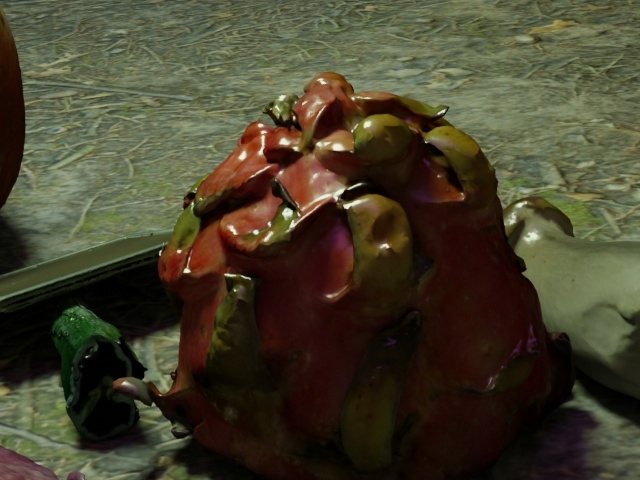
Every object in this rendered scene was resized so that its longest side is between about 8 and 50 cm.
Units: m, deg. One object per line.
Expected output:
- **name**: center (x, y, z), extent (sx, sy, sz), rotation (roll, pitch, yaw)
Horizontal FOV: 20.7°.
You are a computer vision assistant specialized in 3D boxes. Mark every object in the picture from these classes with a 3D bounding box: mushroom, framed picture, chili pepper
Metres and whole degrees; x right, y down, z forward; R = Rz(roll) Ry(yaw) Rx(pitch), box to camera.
- **mushroom**: center (0.246, 0.051, 1.398), extent (0.128, 0.128, 0.350), rotation (-13, 21, -23)
- **framed picture**: center (-0.229, 0.027, 1.616), extent (0.274, 0.017, 0.217), rotation (-19, 8, -35)
- **chili pepper**: center (-0.193, 0.083, 1.455), extent (0.059, 0.088, 0.227), rotation (5, 15, -17)

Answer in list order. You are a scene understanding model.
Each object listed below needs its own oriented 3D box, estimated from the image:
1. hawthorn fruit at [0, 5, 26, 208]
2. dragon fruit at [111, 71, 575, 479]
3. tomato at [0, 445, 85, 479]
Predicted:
- **hawthorn fruit**: center (-0.483, -0.170, 1.708), extent (0.402, 0.403, 0.403), rotation (-3, 21, 1)
- **dragon fruit**: center (0.029, 0.017, 1.297), extent (0.314, 0.263, 0.296), rotation (-21, 37, -39)
- **tomato**: center (-0.283, 0.205, 1.035), extent (0.335, 0.176, 0.289), rotation (15, 7, 40)
